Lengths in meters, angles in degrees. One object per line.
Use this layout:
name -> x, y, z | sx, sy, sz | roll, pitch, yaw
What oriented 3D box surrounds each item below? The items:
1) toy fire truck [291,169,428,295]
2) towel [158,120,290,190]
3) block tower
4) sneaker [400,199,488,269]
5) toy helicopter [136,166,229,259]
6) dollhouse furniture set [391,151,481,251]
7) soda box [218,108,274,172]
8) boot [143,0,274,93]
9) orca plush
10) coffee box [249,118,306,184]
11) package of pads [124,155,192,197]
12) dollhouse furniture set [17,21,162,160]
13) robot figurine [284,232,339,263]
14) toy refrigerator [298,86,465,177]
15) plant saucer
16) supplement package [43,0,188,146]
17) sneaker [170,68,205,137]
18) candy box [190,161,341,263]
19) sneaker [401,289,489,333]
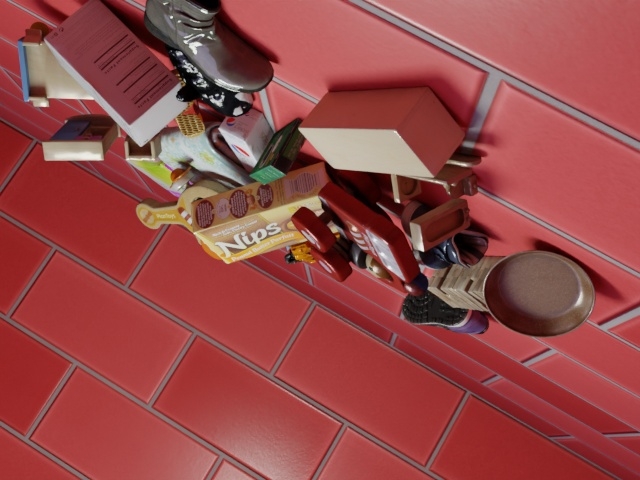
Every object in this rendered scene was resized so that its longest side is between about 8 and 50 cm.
toy fire truck -> 0.100, 0.008, 1.636 | 0.254, 0.169, 0.302 | 40, 168, 35
towel -> -0.218, -0.160, 2.028 | 0.374, 0.090, 0.321 | 39, 158, -32
block tower -> 0.349, 0.092, 1.712 | 0.097, 0.091, 0.335 | 34, 168, -19
sneaker -> 0.264, 0.020, 1.637 | 0.163, 0.086, 0.226 | 27, 167, 35
toy helicopter -> -0.346, -0.085, 2.057 | 0.355, 0.140, 0.235 | -1, 126, 38
dollhouse furniture set -> 0.211, -0.058, 1.291 | 0.123, 0.144, 0.151 | 18, 126, 49
soda box -> -0.142, -0.207, 1.757 | 0.069, 0.074, 0.216 | 28, 168, 19
boot -> -0.177, -0.334, 1.297 | 0.247, 0.083, 0.161 | 31, 163, -6
orca plush -> -0.224, -0.298, 1.502 | 0.151, 0.102, 0.287 | 27, 168, 21
coffee box -> -0.082, -0.175, 1.644 | 0.040, 0.113, 0.184 | 31, 168, -14
package of pads -> -0.440, -0.213, 2.457 | 0.229, 0.101, 0.296 | 38, 167, -32
dollhouse furniture set -> -0.519, -0.360, 1.907 | 0.287, 0.303, 0.198 | 0, -155, -1
robot figurine -> 0.000, 0.000, 2.101 | 0.291, 0.211, 0.085 | 69, -174, -83
toy refrigerator -> 0.089, -0.171, 1.262 | 0.102, 0.094, 0.269 | 45, 163, -28
plant saucer -> 0.399, 0.092, 1.498 | 0.199, 0.036, 0.198 | 9, 126, 13
supplement package -> -0.396, -0.328, 1.608 | 0.244, 0.134, 0.139 | 45, 171, 5
sneaker -> -0.301, -0.308, 1.761 | 0.185, 0.070, 0.084 | 83, 166, -52
candy box -> -0.106, -0.056, 1.817 | 0.317, 0.087, 0.183 | -15, 152, 12
sneaker -> 0.339, 0.209, 2.235 | 0.124, 0.107, 0.283 | 31, 171, -30
